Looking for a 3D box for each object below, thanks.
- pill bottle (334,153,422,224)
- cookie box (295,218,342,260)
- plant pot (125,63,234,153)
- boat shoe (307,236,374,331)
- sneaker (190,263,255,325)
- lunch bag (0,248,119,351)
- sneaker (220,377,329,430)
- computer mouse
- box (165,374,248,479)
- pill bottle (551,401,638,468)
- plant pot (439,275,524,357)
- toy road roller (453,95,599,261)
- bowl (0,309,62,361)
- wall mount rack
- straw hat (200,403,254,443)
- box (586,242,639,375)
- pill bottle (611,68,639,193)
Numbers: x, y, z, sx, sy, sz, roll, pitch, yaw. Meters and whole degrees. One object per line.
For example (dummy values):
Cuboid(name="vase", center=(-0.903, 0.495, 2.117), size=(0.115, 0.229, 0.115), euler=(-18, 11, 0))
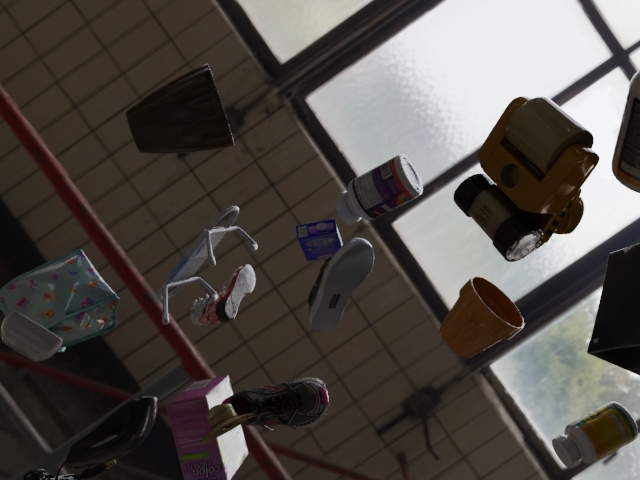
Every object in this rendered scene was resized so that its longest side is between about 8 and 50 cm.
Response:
Cuboid(name="pill bottle", center=(0.132, -0.113, 1.661), size=(0.108, 0.194, 0.108), euler=(43, 32, -35))
Cuboid(name="cookie box", center=(0.000, 0.000, 1.604), size=(0.107, 0.092, 0.040), euler=(71, 10, -59))
Cuboid(name="plant pot", center=(-0.359, -0.305, 1.777), size=(0.215, 0.231, 0.215), euler=(161, -90, -84))
Cuboid(name="boat shoe", center=(0.029, 0.068, 1.293), size=(0.076, 0.080, 0.228), euler=(-110, -151, -43))
Cuboid(name="sneaker", center=(-0.307, 0.168, 2.197), size=(0.090, 0.145, 0.270), euler=(66, 25, -24))
Cuboid(name="lunch bag", center=(-0.721, 0.177, 1.934), size=(0.223, 0.262, 0.160), euler=(44, -41, 25))
Cuboid(name="sneaker", center=(-0.112, 0.415, 1.758), size=(0.112, 0.299, 0.120), euler=(18, 59, -57))
Cuboid(name="computer mouse", center=(-0.385, 0.389, 1.283), size=(0.060, 0.262, 0.184), euler=(51, -12, 24))
Cuboid(name="box", center=(-0.306, 0.521, 1.936), size=(0.213, 0.118, 0.242), euler=(-31, 107, -80))
Cuboid(name="pill bottle", center=(0.746, 0.536, 1.934), size=(0.117, 0.209, 0.117), euler=(62, -10, 19))
Cuboid(name="plant pot", center=(0.459, 0.241, 2.092), size=(0.205, 0.188, 0.205), euler=(32, 26, -18))
Cuboid(name="toy road roller", center=(0.463, -0.124, 1.490), size=(0.241, 0.329, 0.202), euler=(-2, 42, -35))
Cuboid(name="bowl", center=(-0.673, 0.227, 1.625), size=(0.142, 0.053, 0.142), euler=(36, -31, -12))
Cuboid(name="wall mount rack", center=(-0.313, 0.077, 1.869), size=(0.130, 0.350, 0.304), euler=(43, 18, 11))
Cuboid(name="straw hat", center=(-0.233, 0.419, 1.679), size=(0.061, 0.145, 0.144), euler=(60, 3, 15))
Cuboid(name="box", center=(0.924, 0.211, 1.778), size=(0.396, 0.293, 0.212), euler=(23, -19, -8))
Cuboid(name="pill bottle", center=(0.642, -0.231, 1.299), size=(0.162, 0.162, 0.278), euler=(-123, -160, -45))
